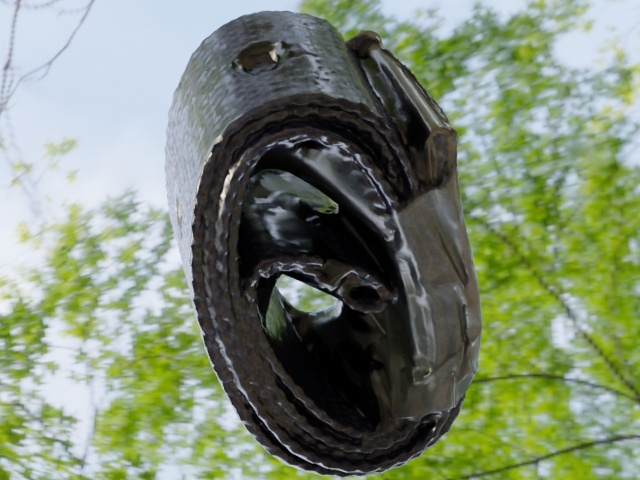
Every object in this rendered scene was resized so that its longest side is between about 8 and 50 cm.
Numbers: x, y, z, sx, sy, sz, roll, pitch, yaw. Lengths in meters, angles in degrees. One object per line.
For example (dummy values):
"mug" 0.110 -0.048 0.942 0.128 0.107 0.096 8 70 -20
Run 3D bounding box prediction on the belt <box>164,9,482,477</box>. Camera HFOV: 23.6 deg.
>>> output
"belt" 0.000 0.000 0.765 0.139 0.126 0.230 -17 -56 -2
